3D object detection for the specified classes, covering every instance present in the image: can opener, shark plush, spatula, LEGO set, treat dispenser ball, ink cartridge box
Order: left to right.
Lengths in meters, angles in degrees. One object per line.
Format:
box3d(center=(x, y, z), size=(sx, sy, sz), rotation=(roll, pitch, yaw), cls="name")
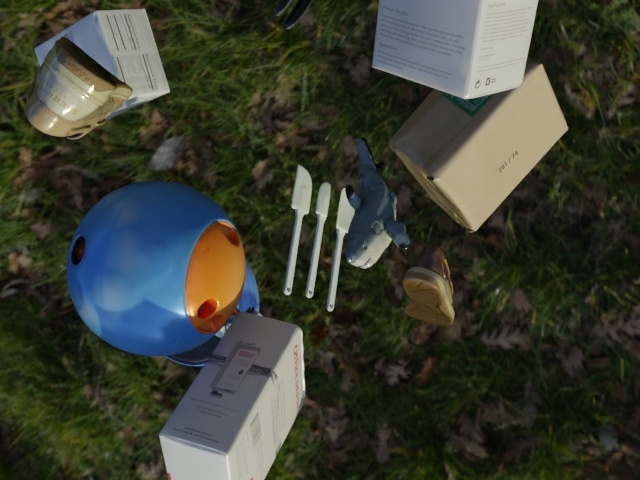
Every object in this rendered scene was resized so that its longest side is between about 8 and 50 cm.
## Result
box3d(center=(-0.266, 0.045, 1.360), size=(0.288, 0.288, 0.288), rotation=(5, 114, 12), cls="treat dispenser ball")
box3d(center=(-0.190, 0.169, 1.704), size=(0.183, 0.060, 0.244), rotation=(23, 149, 22), cls="LEGO set")
box3d(center=(-0.132, 0.287, 1.349), size=(0.117, 0.283, 0.207), rotation=(13, 131, 17), cls="ink cartridge box")
box3d(center=(-0.023, -0.380, 1.252), size=(0.059, 0.186, 0.073), rotation=(48, 140, -14), cls="can opener")
box3d(center=(0.000, 0.000, 1.519), size=(0.019, 0.241, 0.168), rotation=(-8, 156, 39), cls="spatula")
box3d(center=(0.057, -0.045, 0.935), size=(0.067, 0.161, 0.073), rotation=(17, 163, -36), cls="shark plush")

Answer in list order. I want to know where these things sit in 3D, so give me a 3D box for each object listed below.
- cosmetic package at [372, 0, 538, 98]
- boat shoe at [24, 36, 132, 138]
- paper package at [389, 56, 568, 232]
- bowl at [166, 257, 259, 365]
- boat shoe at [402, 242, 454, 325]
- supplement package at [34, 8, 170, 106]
box3d(center=(0.208, -0.412, 1.202), size=(0.197, 0.155, 0.365), rotation=(30, 125, 37), cls="cosmetic package")
box3d(center=(-0.346, -0.206, 1.151), size=(0.122, 0.341, 0.110), rotation=(38, 93, -11), cls="boat shoe")
box3d(center=(0.345, -0.226, 1.796), size=(0.325, 0.309, 0.168), rotation=(-48, 57, 2), cls="paper package")
box3d(center=(-0.328, 0.124, 2.004), size=(0.391, 0.077, 0.390), rotation=(12, 113, 29), cls="bowl")
box3d(center=(0.265, 0.106, 1.960), size=(0.123, 0.123, 0.342), rotation=(12, 160, 19), cls="boat shoe")
box3d(center=(-0.513, -0.402, 1.947), size=(0.262, 0.145, 0.203), rotation=(-13, 95, 39), cls="supplement package")
